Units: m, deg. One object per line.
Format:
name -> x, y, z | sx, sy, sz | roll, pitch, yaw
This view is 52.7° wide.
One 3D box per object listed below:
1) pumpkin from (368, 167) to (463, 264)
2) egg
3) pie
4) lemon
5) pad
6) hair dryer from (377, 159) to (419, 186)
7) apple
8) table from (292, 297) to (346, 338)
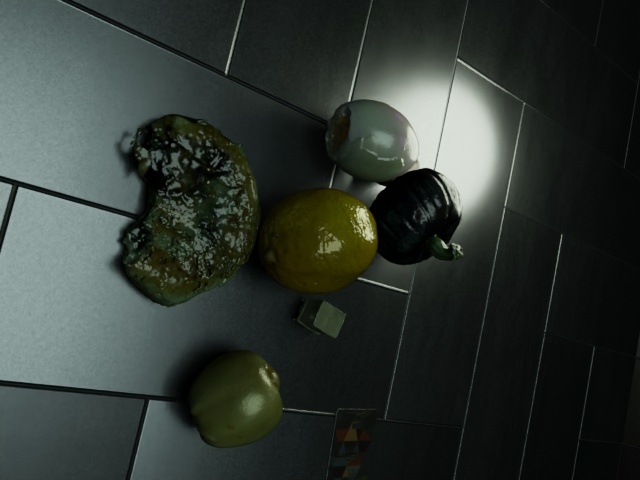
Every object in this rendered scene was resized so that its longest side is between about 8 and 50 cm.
pumpkin -> 0.242, -0.033, 1.540 | 0.248, 0.248, 0.248 | -3, 94, -39
egg -> 0.129, -0.225, 1.485 | 0.217, 0.183, 0.183 | 7, 88, -27
pie -> -0.249, -0.053, 1.267 | 0.296, 0.078, 0.371 | 8, 87, -40
lemon -> -0.003, 0.000, 1.369 | 0.263, 0.236, 0.236 | -50, 123, -52
pad -> 0.076, 0.524, 1.606 | 0.143, 0.003, 0.211 | 12, 85, -39
hair dryer -> 0.172, -0.232, 1.610 | 0.117, 0.064, 0.182 | -21, 98, -34
apple -> -0.165, 0.316, 1.288 | 0.200, 0.200, 0.200 | -3, 94, -39
table -> -0.004, 0.175, 1.469 | 0.079, 0.083, 0.062 | 37, 69, -33
